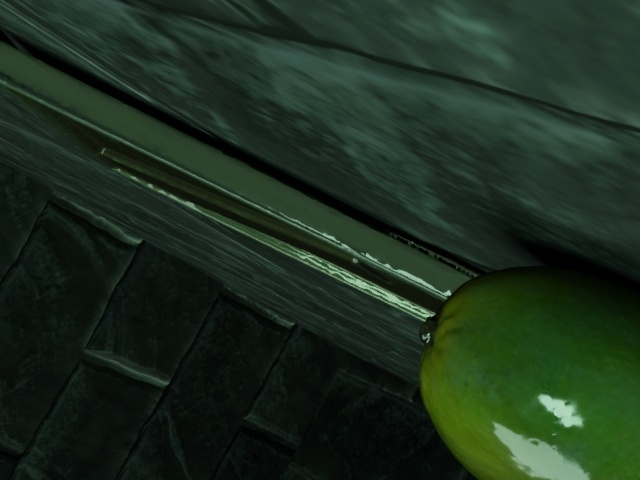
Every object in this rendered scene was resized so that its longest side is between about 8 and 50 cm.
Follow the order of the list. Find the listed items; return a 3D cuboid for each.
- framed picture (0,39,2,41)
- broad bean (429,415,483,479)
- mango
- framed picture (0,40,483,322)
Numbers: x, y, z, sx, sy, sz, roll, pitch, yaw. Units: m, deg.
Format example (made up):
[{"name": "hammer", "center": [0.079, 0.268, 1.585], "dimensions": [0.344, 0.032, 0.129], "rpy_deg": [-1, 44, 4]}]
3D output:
[{"name": "framed picture", "center": [-0.232, -0.128, 0.743], "dimensions": [0.173, 0.010, 0.231], "rpy_deg": [27, 175, 3]}, {"name": "broad bean", "center": [0.165, 0.129, 0.659], "dimensions": [0.318, 0.056, 0.098], "rpy_deg": [35, -148, -23]}, {"name": "mango", "center": [0.113, 0.070, 0.496], "dimensions": [0.191, 0.085, 0.122], "rpy_deg": [32, 168, -37]}, {"name": "framed picture", "center": [0.000, 0.000, 0.753], "dimensions": [0.335, 0.022, 0.247], "rpy_deg": [27, 176, 8]}]
